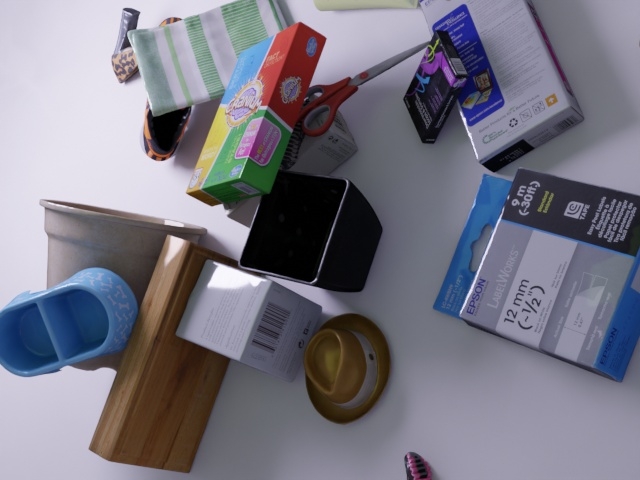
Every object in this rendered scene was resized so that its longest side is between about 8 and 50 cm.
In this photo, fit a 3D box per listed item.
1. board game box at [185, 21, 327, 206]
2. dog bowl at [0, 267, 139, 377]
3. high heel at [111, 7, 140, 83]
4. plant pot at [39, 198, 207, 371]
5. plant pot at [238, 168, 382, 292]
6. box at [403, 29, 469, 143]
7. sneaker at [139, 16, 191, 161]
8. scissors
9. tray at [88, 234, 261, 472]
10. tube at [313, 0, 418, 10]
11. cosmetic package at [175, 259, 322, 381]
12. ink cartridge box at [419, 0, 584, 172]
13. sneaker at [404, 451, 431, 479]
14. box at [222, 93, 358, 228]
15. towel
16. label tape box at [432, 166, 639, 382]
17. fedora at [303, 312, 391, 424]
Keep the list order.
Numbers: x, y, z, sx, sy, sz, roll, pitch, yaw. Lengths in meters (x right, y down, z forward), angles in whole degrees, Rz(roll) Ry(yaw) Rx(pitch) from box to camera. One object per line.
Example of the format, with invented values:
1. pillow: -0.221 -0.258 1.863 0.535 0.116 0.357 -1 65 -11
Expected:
1. board game box: -0.122 -0.227 1.749 0.242 0.064 0.317 -8 59 58
2. dog bowl: -0.479 0.159 1.735 0.297 0.074 0.166 -19 94 19
3. high heel: -0.387 -0.411 2.220 0.261 0.093 0.186 35 126 25
4. plant pot: -0.417 0.096 1.890 0.333 0.333 0.306 13 93 41
5. plant pot: 0.000 0.000 1.654 0.187 0.167 0.188 10 77 42
6. box: 0.197 -0.264 1.633 0.162 0.029 0.116 112 149 -46
7. sneaker: -0.312 -0.330 2.021 0.180 0.124 0.321 179 96 -75
8. scissors: 0.060 -0.298 1.735 0.297 0.021 0.109 -40 52 -5
9. tray: -0.263 0.217 1.761 0.076 0.202 0.411 14 82 41
10. tube: 0.095 -0.489 1.846 0.240 0.062 0.070 6 117 36
11. cosmetic package: -0.128 0.143 1.692 0.183 0.151 0.151 16 80 43
12. ink cartridge box: 0.298 -0.312 1.604 0.175 0.069 0.371 -31 58 27
13. sneaker: 0.149 0.389 1.469 0.057 0.047 0.119 -43 49 33
14. box: -0.069 -0.146 1.817 0.275 0.094 0.113 -39 51 20
15. towel: -0.220 -0.396 1.965 0.324 0.038 0.248 -18 57 -8
16. label tape box: 0.323 0.031 1.416 0.347 0.115 0.249 20 86 40
17. fedora: 0.028 0.212 1.609 0.194 0.079 0.194 -15 65 35
